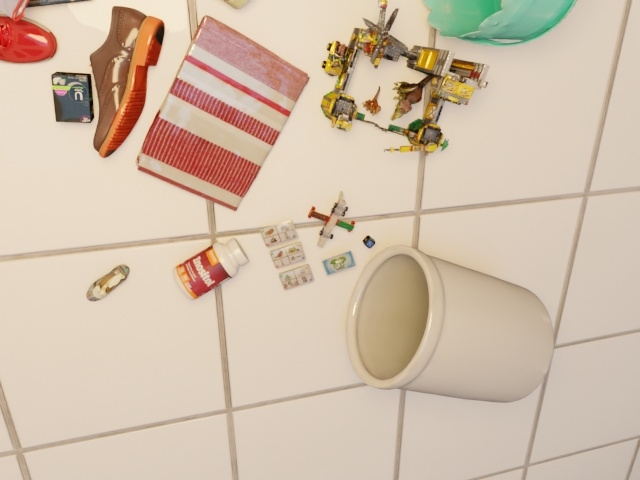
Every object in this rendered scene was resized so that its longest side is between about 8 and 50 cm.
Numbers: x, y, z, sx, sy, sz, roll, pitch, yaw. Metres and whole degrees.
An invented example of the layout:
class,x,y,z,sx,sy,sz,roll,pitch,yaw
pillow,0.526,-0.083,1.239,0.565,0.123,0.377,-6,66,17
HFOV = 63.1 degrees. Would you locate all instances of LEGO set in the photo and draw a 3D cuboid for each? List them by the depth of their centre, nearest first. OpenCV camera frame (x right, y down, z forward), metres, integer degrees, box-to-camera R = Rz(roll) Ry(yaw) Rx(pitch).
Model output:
class,x,y,z,sx,sy,sz,roll,pitch,yaw
LEGO set,0.174,-0.297,1.051,0.331,0.192,0.255,20,106,-24
LEGO set,0.000,0.000,1.226,0.244,0.060,0.183,-19,122,1

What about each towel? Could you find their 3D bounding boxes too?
class,x,y,z,sx,sy,sz,roll,pitch,yaw
towel,-0.198,-0.243,1.051,0.236,0.037,0.329,24,106,-27

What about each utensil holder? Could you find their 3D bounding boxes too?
class,x,y,z,sx,sy,sz,roll,pitch,yaw
utensil holder,0.308,0.211,1.254,0.385,0.328,0.328,15,108,-26

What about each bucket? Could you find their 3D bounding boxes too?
class,x,y,z,sx,sy,sz,roll,pitch,yaw
bucket,0.343,-0.507,0.970,0.182,0.281,0.282,-4,115,-24

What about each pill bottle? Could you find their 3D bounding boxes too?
class,x,y,z,sx,sy,sz,roll,pitch,yaw
pill bottle,-0.238,0.059,1.143,0.151,0.086,0.086,-32,119,-2

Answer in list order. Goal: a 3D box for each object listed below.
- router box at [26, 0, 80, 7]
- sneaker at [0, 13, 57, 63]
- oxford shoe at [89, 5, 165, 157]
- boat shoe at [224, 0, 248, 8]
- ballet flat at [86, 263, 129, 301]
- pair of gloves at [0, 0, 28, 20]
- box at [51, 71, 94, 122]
class,x,y,z,sx,sy,sz,roll,pitch,yaw
router box,-0.459,-0.445,0.873,0.122,0.038,0.092,-13,116,-12
sneaker,-0.556,-0.331,0.843,0.221,0.128,0.087,3,112,-18
oxford shoe,-0.374,-0.287,0.954,0.098,0.097,0.272,22,99,-7
boat shoe,-0.093,-0.553,0.919,0.302,0.109,0.094,-46,142,10
ballet flat,-0.459,0.096,1.116,0.114,0.041,0.041,-40,119,3
pair of gloves,-0.510,-0.444,0.814,0.159,0.023,0.198,24,80,-8
box,-0.451,-0.261,0.951,0.062,0.052,0.084,-1,114,-16
